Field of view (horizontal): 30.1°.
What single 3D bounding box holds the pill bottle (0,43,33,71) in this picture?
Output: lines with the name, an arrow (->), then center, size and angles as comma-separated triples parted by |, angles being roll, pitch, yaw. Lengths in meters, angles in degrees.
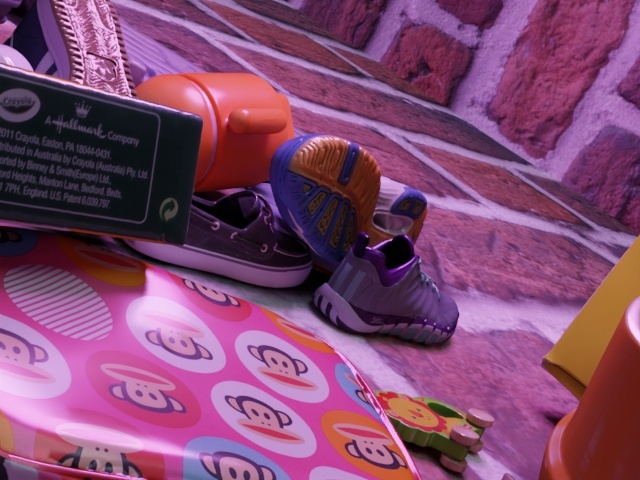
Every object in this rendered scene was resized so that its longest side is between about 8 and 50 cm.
pill bottle -> -0.327, -0.118, 0.943 | 0.119, 0.119, 0.208 | 35, 16, 20

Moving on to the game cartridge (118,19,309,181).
game cartridge -> -0.122, -0.151, 1.494 | 0.355, 0.068, 0.230 | 29, 9, -28

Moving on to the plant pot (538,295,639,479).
plant pot -> 0.279, 0.147, 0.907 | 0.205, 0.188, 0.205 | 3, 31, -2

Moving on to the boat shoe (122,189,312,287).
boat shoe -> -0.083, -0.014, 1.125 | 0.228, 0.076, 0.080 | 15, 20, -42

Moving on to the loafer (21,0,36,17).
loafer -> -0.393, -0.353, 1.700 | 0.109, 0.095, 0.302 | -4, 16, -6

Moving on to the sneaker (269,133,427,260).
sneaker -> 0.000, -0.045, 1.212 | 0.131, 0.112, 0.296 | 25, -2, 26

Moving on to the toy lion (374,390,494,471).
toy lion -> 0.089, 0.151, 0.997 | 0.096, 0.034, 0.100 | 25, 13, 16

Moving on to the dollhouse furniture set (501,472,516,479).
dollhouse furniture set -> 0.216, 0.280, 0.689 | 0.262, 0.135, 0.259 | 27, 4, -10

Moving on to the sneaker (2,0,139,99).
sneaker -> -0.247, -0.102, 1.108 | 0.099, 0.153, 0.282 | 19, 46, -41

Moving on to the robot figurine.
robot figurine -> -0.123, -0.113, 1.258 | 0.158, 0.128, 0.219 | 37, 28, 31

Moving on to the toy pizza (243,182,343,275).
toy pizza -> 0.000, 0.000, 1.320 | 0.201, 0.032, 0.201 | 27, 16, -9

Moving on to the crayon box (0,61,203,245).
crayon box -> -0.257, -0.062, 0.707 | 0.323, 0.083, 0.203 | 7, -2, 39

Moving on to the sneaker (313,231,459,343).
sneaker -> 0.091, 0.045, 1.207 | 0.083, 0.098, 0.223 | 38, 18, 31

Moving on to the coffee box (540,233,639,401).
coffee box -> 0.497, 0.127, 1.158 | 0.334, 0.338, 0.338 | 26, 14, -38

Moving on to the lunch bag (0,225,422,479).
lunch bag -> -0.082, 0.114, 0.623 | 0.293, 0.120, 0.258 | 20, 17, -29

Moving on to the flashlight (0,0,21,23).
flashlight -> -0.505, -0.348, 1.414 | 0.304, 0.103, 0.103 | 14, -5, -41
